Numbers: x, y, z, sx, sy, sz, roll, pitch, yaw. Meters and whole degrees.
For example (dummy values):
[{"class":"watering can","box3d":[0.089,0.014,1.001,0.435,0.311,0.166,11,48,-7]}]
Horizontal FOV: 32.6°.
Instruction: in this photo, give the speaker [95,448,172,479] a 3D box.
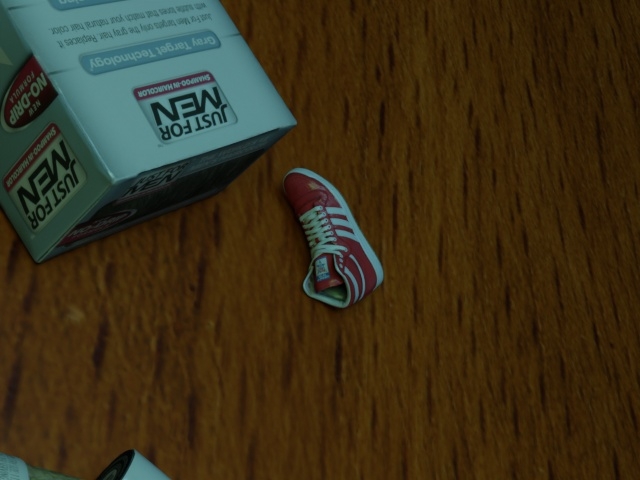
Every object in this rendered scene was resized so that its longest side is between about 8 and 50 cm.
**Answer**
[{"class":"speaker","box3d":[-0.077,0.186,0.647,0.136,0.055,0.055,43,40,-13]}]

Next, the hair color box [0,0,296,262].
[{"class":"hair color box","box3d":[-0.199,-0.189,0.759,0.185,0.113,0.374,-26,81,-50]}]

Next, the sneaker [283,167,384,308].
[{"class":"sneaker","box3d":[0.000,0.000,0.868,0.118,0.042,0.067,54,36,-2]}]

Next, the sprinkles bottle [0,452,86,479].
[{"class":"sprinkles bottle","box3d":[-0.198,0.140,0.492,0.355,0.121,0.121,24,47,-25]}]
